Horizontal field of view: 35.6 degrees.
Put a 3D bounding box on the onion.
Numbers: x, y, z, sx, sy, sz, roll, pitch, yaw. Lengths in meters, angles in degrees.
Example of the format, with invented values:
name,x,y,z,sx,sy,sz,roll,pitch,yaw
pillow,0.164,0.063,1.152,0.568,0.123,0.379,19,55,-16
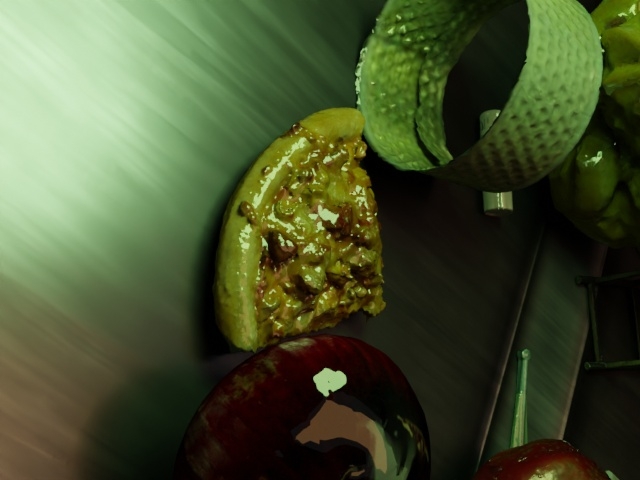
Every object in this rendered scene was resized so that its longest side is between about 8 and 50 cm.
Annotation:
name,x,y,z,sx,sy,sz,roll,pitch,yaw
onion,-0.026,0.203,0.964,0.273,0.285,0.273,-15,125,-22

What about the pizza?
name,x,y,z,sx,sy,sz,roll,pitch,yaw
pizza,0.000,0.000,1.096,0.226,0.086,0.336,41,56,-23

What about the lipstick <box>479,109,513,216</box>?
name,x,y,z,sx,sy,sz,roll,pitch,yaw
lipstick,0.235,-0.105,1.337,0.040,0.040,0.141,10,73,-37

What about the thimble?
name,x,y,z,sx,sy,sz,roll,pitch,yaw
thimble,0.183,-0.192,1.172,0.150,0.270,0.271,13,71,-39

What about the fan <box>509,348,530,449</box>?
name,x,y,z,sx,sy,sz,roll,pitch,yaw
fan,0.258,0.235,1.290,0.038,0.016,0.193,17,69,-33

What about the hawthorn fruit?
name,x,y,z,sx,sy,sz,roll,pitch,yaw
hawthorn fruit,0.241,0.339,1.154,0.235,0.181,0.181,-32,100,-29

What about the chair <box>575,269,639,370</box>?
name,x,y,z,sx,sy,sz,roll,pitch,yaw
chair,0.507,0.118,1.445,0.260,0.141,0.155,5,77,-35

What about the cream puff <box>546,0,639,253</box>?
name,x,y,z,sx,sy,sz,roll,pitch,yaw
cream puff,0.427,-0.158,1.289,0.275,0.378,0.379,-10,86,-56

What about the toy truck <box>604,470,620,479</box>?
name,x,y,z,sx,sy,sz,roll,pitch,yaw
toy truck,0.362,0.362,1.313,0.052,0.062,0.123,43,56,-22
